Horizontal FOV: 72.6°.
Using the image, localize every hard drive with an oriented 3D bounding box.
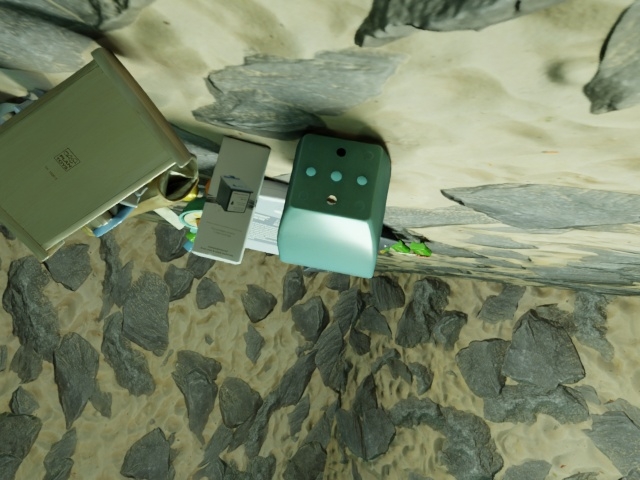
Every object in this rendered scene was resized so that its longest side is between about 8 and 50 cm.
[{"bbox_3d":[0.086,0.028,1.273,0.255,0.054,0.172,-25,162,26],"label":"hard drive"}]

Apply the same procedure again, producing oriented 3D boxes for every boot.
[{"bbox_3d":[-0.347,-0.115,0.899,0.270,0.236,0.089,-17,127,31],"label":"boot"}]

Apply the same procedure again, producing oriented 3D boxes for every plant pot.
[{"bbox_3d":[0.021,-0.053,0.659,0.166,0.165,0.234,10,168,4],"label":"plant pot"}]

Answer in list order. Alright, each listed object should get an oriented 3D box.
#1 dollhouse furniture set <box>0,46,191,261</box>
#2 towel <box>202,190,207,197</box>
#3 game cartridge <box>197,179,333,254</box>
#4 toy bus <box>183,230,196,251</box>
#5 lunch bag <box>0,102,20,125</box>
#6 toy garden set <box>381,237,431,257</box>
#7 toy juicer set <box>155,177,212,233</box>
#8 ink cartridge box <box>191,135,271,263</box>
[{"bbox_3d":[-0.312,-0.168,0.568,0.286,0.198,0.303,56,-178,-23],"label":"dollhouse furniture set"},{"bbox_3d":[-0.127,-0.051,1.273,0.375,0.090,0.320,9,174,17],"label":"towel"},{"bbox_3d":[-0.101,-0.045,0.994,0.298,0.062,0.198,15,135,-31],"label":"game cartridge"},{"bbox_3d":[-0.372,-0.071,1.418,0.104,0.202,0.191,41,-172,12],"label":"toy bus"},{"bbox_3d":[-0.512,-0.163,0.819,0.224,0.107,0.279,16,172,-41],"label":"lunch bag"},{"bbox_3d":[0.238,0.011,1.408,0.245,0.049,0.204,7,171,26],"label":"toy garden set"},{"bbox_3d":[-0.300,-0.067,1.051,0.330,0.089,0.209,-11,158,27],"label":"toy juicer set"},{"bbox_3d":[-0.150,-0.060,0.735,0.082,0.190,0.140,14,173,-12],"label":"ink cartridge box"}]
